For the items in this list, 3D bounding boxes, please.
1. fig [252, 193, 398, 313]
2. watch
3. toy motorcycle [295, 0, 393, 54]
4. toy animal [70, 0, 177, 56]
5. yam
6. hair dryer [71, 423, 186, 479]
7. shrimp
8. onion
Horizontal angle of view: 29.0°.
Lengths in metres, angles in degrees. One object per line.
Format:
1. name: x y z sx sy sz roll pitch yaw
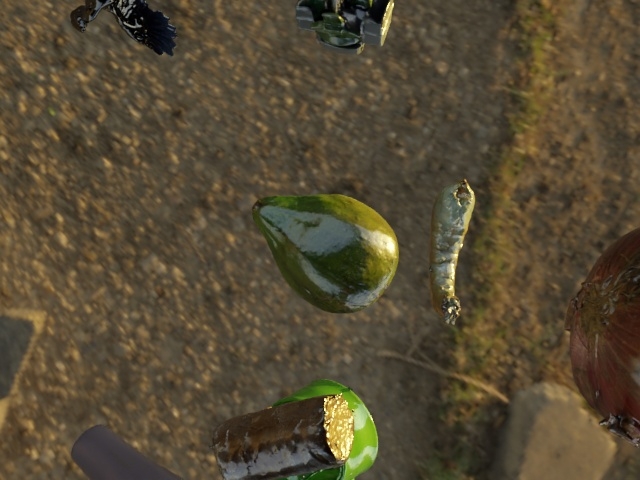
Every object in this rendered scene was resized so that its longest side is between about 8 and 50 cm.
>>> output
1. fig: 0.000 0.000 1.303 0.156 0.123 0.123 39 88 -24
2. watch: -0.020 0.244 1.540 0.131 0.165 0.152 -23 147 -42
3. toy motorcycle: 0.053 -0.325 1.419 0.187 0.125 0.274 84 23 -58
4. toy animal: -0.214 -0.257 1.244 0.220 0.062 0.108 27 126 -39
5. yam: -0.038 0.205 1.267 0.141 0.079 0.079 -15 124 22
6. hair dryer: -0.277 0.390 1.457 0.361 0.301 0.121 -32 144 -37
7. shrimp: 0.159 0.019 1.530 0.049 0.166 0.161 9 124 -3
8. onion: 0.521 0.147 1.889 0.354 0.354 0.353 -11 114 -25
